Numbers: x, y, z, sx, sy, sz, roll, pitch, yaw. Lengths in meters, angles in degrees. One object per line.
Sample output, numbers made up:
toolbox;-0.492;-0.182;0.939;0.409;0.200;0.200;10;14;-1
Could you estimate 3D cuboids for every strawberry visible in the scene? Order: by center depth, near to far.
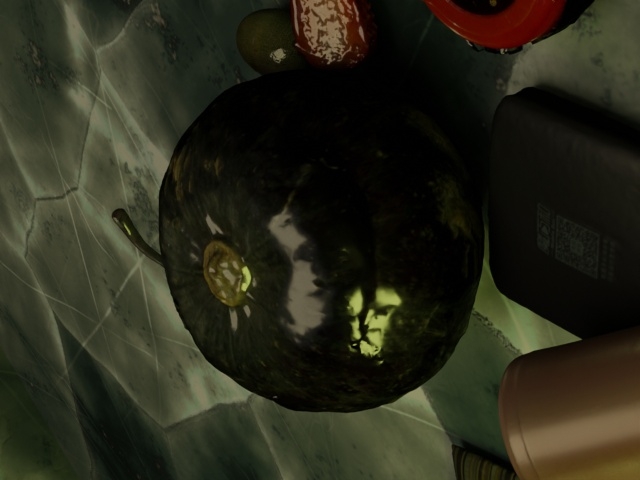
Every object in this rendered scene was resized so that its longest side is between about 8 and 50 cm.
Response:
strawberry;0.023;-0.306;1.722;0.121;0.082;0.188;4;110;33

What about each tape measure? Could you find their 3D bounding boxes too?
tape measure;0.185;-0.324;1.419;0.260;0.114;0.253;47;146;17

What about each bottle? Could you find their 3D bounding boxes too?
bottle;0.363;0.176;1.427;0.297;0.206;0.173;-21;56;31

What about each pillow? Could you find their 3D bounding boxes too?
pillow;0.268;0.369;1.934;0.203;0.038;0.113;18;125;49

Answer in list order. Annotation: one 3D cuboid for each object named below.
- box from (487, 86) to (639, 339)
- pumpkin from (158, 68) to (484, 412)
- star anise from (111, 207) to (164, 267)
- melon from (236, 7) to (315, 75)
box;0.313;-0.010;1.524;0.289;0.073;0.290;30;137;41
pumpkin;0.000;0.000;1.721;0.454;0.344;0.454;18;117;39
star anise;-0.123;-0.004;2.104;0.359;0.139;0.316;42;127;-5
melon;-0.058;-0.270;1.841;0.162;0.099;0.099;26;135;49
